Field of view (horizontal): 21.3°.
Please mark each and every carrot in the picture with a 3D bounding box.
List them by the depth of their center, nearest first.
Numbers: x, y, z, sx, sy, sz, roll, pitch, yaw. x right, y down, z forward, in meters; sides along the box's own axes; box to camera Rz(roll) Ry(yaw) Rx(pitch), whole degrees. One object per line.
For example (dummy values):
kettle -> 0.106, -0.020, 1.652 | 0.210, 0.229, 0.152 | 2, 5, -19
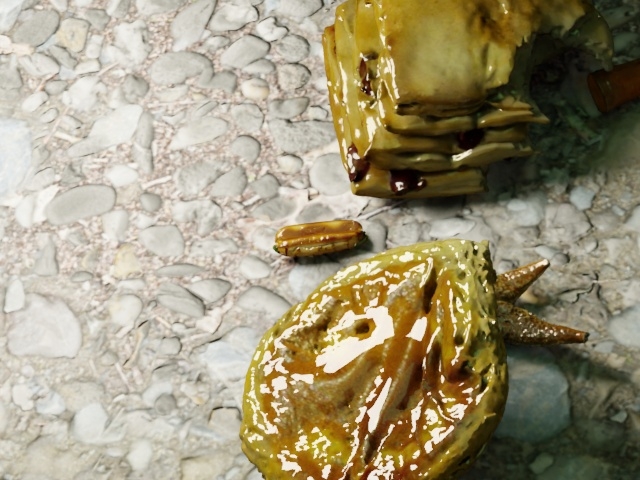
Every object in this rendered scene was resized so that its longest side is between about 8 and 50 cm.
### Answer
carrot -> 0.454, -0.233, 2.230 | 0.224, 0.057, 0.057 | -24, 57, -13

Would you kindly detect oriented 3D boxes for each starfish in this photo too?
starfish -> 0.185, 0.113, 2.035 | 0.247, 0.050, 0.138 | -23, 54, 5

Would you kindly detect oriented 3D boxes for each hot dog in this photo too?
hot dog -> 0.000, 0.000, 2.142 | 0.122, 0.037, 0.049 | -4, 44, -2

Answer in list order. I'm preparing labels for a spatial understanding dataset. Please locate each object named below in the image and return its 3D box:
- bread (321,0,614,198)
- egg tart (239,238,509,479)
bread -> 0.188, -0.232, 2.170 | 0.370, 0.191, 0.314 | -12, 55, 1
egg tart -> 0.073, 0.173, 1.910 | 0.340, 0.153, 0.351 | -23, 48, 14
